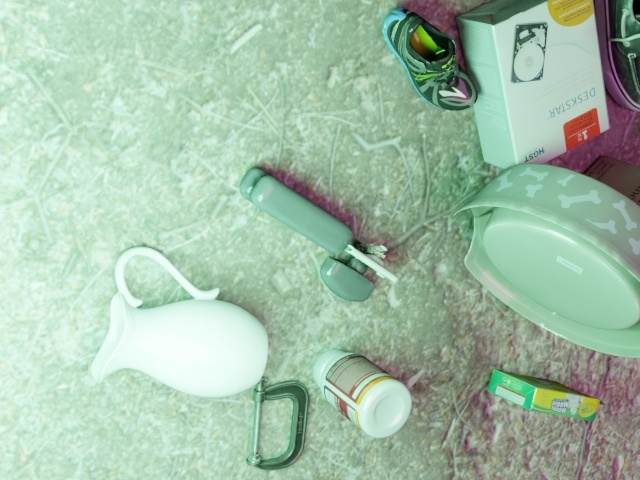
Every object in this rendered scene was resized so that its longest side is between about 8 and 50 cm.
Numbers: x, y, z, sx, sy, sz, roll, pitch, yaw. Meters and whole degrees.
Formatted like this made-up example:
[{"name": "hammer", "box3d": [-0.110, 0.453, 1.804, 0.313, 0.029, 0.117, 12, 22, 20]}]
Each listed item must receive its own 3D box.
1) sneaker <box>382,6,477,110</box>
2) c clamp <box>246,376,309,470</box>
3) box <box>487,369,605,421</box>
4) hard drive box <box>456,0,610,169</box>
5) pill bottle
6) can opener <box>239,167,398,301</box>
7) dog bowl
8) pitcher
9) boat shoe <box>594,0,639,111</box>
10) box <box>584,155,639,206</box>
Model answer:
[{"name": "sneaker", "box3d": [0.156, -0.238, 1.471, 0.067, 0.078, 0.188, -50, 126, -7]}, {"name": "c clamp", "box3d": [-0.076, 0.262, 1.551, 0.137, 0.022, 0.161, -13, 112, -33]}, {"name": "box", "box3d": [0.373, 0.255, 1.773, 0.179, 0.105, 0.043, 12, 94, -34]}, {"name": "hard drive box", "box3d": [0.310, -0.240, 1.560, 0.181, 0.089, 0.232, -28, 121, -20]}, {"name": "pill bottle", "box3d": [0.054, 0.210, 1.528, 0.086, 0.152, 0.086, -12, 113, -28]}, {"name": "can opener", "box3d": [0.000, 0.000, 1.465, 0.280, 0.074, 0.093, 38, 87, -36]}, {"name": "dog bowl", "box3d": [0.358, 0.025, 1.546, 0.349, 0.349, 0.102, 48, 67, -35]}, {"name": "pitcher", "box3d": [-0.172, 0.107, 1.380, 0.207, 0.125, 0.178, 11, 87, -23]}, {"name": "boat shoe", "box3d": [0.487, -0.329, 1.627, 0.113, 0.105, 0.306, -24, 119, -23]}, {"name": "box", "box3d": [0.494, -0.016, 1.669, 0.148, 0.232, 0.127, -46, 126, -11]}]
